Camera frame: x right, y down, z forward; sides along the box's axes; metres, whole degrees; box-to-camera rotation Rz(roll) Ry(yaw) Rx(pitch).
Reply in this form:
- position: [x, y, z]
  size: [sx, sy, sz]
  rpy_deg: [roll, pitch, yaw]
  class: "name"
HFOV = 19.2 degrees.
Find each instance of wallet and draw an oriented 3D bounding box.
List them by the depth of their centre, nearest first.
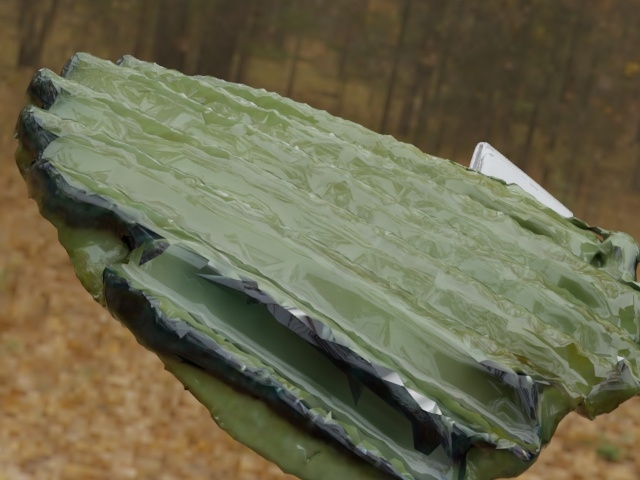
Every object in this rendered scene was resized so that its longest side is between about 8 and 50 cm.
- position: [0.183, -0.035, 1.720]
  size: [0.122, 0.061, 0.025]
  rpy_deg: [36, -43, -24]
  class: "wallet"

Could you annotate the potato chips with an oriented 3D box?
- position: [0.000, 0.000, 1.114]
  size: [0.429, 0.070, 0.358]
  rpy_deg: [28, 29, 18]
  class: "potato chips"
